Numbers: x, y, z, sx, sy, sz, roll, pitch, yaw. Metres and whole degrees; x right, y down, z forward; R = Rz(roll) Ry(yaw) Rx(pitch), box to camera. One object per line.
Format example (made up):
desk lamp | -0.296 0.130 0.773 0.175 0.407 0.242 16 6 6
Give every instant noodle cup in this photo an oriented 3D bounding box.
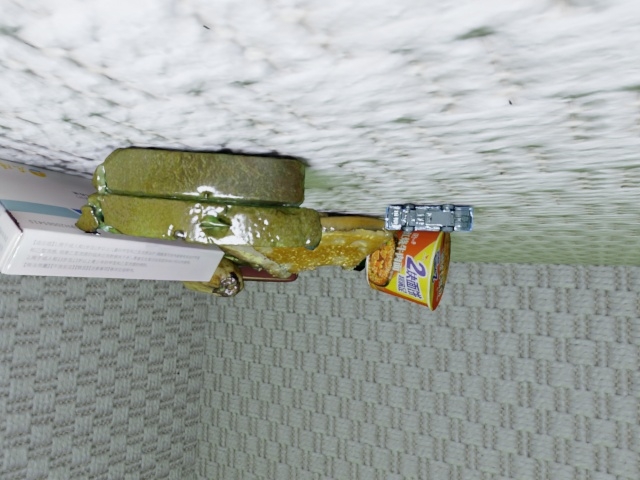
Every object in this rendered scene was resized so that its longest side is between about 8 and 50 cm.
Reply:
instant noodle cup | 0.222 0.059 1.222 0.174 0.213 0.213 10 179 26

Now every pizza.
pizza | 0.000 0.000 1.086 0.324 0.089 0.223 -3 154 -3

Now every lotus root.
lotus root | -0.280 0.084 1.202 0.259 0.097 0.110 4 145 42

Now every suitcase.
suitcase | -0.229 0.061 1.663 0.297 0.161 0.236 6 173 -21

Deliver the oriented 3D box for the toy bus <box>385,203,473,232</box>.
toy bus | 0.197 -0.039 0.873 0.153 0.051 0.061 1 -179 14

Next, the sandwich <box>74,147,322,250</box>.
sandwich | -0.129 -0.052 0.620 0.292 0.109 0.212 6 -174 22

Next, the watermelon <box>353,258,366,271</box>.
watermelon | 0.111 0.026 1.615 0.129 0.123 0.301 39 -162 34

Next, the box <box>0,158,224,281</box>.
box | -0.328 -0.023 0.724 0.200 0.065 0.343 38 -167 28

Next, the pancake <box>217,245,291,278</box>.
pancake | -0.243 0.022 1.285 0.383 0.071 0.382 18 171 3
